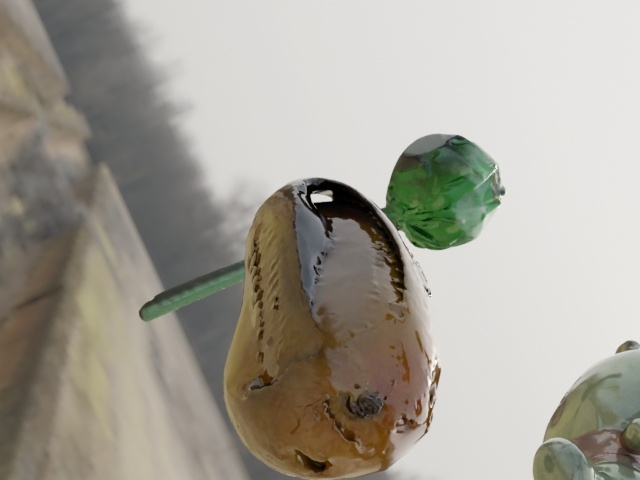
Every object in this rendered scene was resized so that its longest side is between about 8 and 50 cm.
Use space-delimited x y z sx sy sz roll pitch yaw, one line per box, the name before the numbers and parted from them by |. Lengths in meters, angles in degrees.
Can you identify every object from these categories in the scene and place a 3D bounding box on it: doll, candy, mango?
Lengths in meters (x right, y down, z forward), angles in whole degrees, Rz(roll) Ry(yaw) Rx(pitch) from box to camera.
doll | 0.227 0.171 1.481 0.113 0.155 0.275 34 28 8
candy | 0.001 0.002 1.559 0.097 0.323 0.097 158 -90 -81
mango | 0.001 0.060 1.268 0.151 0.156 0.249 54 10 -39
